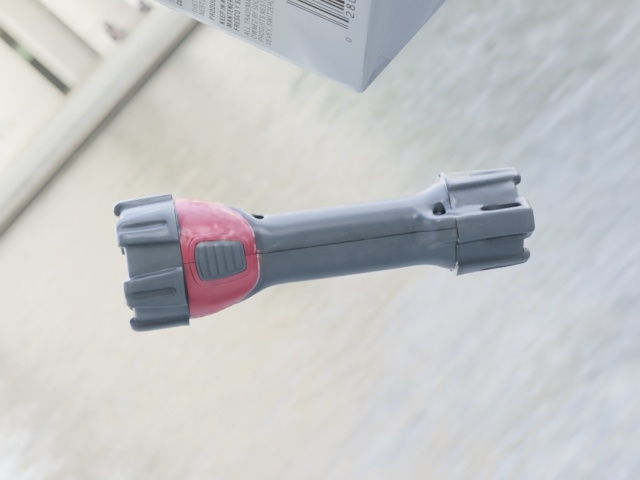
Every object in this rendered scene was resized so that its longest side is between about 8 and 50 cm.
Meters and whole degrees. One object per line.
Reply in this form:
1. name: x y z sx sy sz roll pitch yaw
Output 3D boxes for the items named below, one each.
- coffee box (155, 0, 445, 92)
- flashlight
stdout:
1. coffee box: -0.062 -0.212 0.882 0.168 0.297 0.119 -49 -23 -38
2. flashlight: 0.000 0.000 1.378 0.103 0.304 0.103 90 170 -52
